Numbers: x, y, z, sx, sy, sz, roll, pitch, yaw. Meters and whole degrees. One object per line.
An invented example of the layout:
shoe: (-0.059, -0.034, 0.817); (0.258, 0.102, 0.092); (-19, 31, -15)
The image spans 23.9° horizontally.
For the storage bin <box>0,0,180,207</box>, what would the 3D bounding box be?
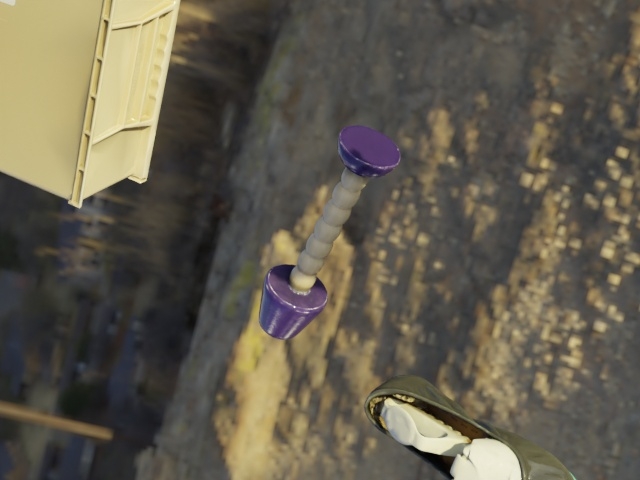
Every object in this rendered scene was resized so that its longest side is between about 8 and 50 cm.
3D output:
storage bin: (-0.281, -0.200, 1.408); (0.123, 0.262, 0.260); (-37, -35, -59)

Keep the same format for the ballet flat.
ballet flat: (0.155, 0.240, 1.679); (0.280, 0.096, 0.095); (28, 108, 38)

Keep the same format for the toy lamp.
toy lamp: (0.000, 0.000, 1.668); (0.080, 0.080, 0.274); (-105, 32, -47)
